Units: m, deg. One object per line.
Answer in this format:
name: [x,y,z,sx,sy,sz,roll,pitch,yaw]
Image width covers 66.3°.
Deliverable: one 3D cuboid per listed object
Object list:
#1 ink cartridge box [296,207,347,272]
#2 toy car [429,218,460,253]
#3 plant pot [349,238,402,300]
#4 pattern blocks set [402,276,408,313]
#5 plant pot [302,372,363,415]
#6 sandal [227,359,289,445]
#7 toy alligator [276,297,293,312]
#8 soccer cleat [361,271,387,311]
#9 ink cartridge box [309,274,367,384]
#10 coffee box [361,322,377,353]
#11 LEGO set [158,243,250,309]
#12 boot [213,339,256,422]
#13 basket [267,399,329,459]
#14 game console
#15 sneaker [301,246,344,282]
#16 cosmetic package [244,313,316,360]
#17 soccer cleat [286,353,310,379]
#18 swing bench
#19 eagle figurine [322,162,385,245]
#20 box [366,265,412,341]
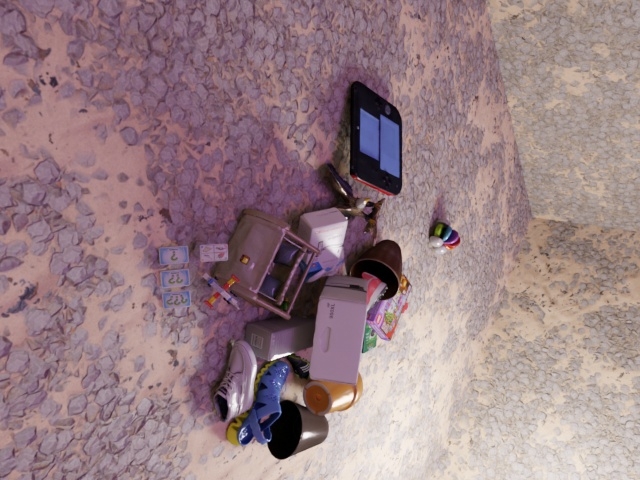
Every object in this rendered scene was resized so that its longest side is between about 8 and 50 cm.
ink cartridge box: [0.000,0.000,1.715,0.148,0.086,0.203,-15,135,-27]
toy car: [0.673,-0.017,2.607,0.182,0.136,0.159,50,61,-46]
plant pot: [0.263,0.102,2.087,0.230,0.215,0.216,-54,138,-48]
pattern blocks set: [0.348,0.263,2.327,0.324,0.026,0.286,-24,114,-54]
plant pot: [0.033,0.572,1.874,0.188,0.205,0.205,-10,108,-61]
sandal: [-0.182,0.567,1.681,0.126,0.138,0.318,48,61,-44]
toy alligator: [-0.129,0.224,1.667,0.051,0.189,0.056,-1,82,-11]
soccer cleat: [0.147,0.273,2.017,0.318,0.116,0.108,-57,165,23]
ink cartridge box: [0.074,0.303,1.762,0.395,0.166,0.286,-51,148,-81]
coffee box: [0.214,0.408,2.216,0.113,0.040,0.184,-16,111,-51]
LEGO set: [-0.314,0.103,1.354,0.244,0.060,0.183,-3,105,-17]
boot: [-0.276,0.453,1.559,0.123,0.095,0.259,-24,119,-54]
basket: [-0.076,0.708,1.848,0.227,0.154,0.205,29,69,-55]
game console: [0.224,-0.388,1.928,0.342,0.060,0.387,17,71,-53]
sneaker: [0.017,0.101,1.848,0.228,0.087,0.092,-37,130,-38]
cosmetic package: [-0.133,0.326,1.685,0.237,0.127,0.107,2,98,-50]
soccer cleat: [-0.078,0.480,1.852,0.179,0.060,0.072,47,64,-50]
swing bench: [-0.170,0.074,1.538,0.254,0.165,0.253,41,68,-48]
eagle figurine: [0.101,-0.140,1.845,0.298,0.225,0.226,16,42,-24]
box: [0.307,0.275,2.194,0.201,0.057,0.293,50,57,-43]
